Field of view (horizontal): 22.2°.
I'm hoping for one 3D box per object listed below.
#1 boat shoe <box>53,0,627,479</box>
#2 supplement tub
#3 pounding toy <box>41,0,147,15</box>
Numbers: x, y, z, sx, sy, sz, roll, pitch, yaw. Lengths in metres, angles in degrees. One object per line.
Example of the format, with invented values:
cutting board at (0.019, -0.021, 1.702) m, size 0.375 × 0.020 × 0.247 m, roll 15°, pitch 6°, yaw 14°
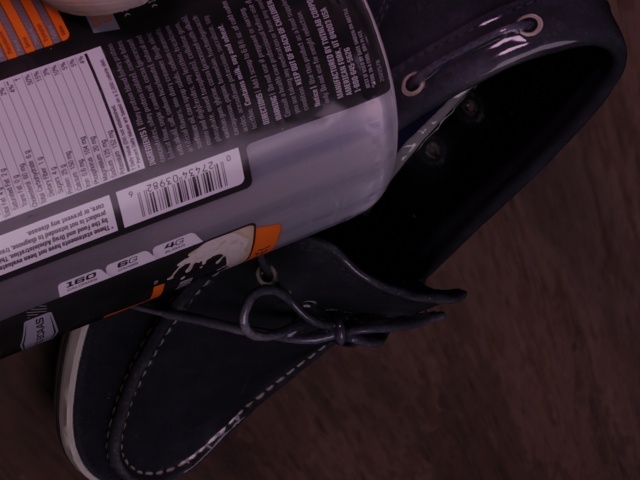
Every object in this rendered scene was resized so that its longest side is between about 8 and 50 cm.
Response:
boat shoe at (0.000, 0.000, 1.023) m, size 0.187 × 0.156 × 0.500 m, roll 14°, pitch 124°, yaw -49°
supplement tub at (-0.138, -0.053, 0.817) m, size 0.316 × 0.193 × 0.193 m, roll -21°, pitch 142°, yaw -16°
pounding toy at (-0.114, -0.206, 0.690) m, size 0.269 × 0.154 × 0.155 m, roll -39°, pitch 144°, yaw 5°
